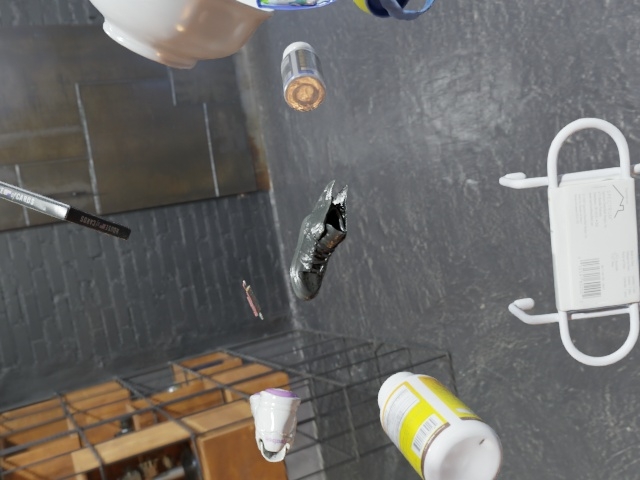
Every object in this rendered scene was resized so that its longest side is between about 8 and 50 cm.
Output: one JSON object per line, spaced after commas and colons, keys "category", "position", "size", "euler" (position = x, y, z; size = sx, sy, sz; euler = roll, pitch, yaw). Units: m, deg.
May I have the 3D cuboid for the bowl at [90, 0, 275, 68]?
{"category": "bowl", "position": [-0.227, -0.344, 0.951], "size": [0.298, 0.297, 0.134], "euler": [50, 120, 43]}

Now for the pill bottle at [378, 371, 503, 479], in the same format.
{"category": "pill bottle", "position": [0.163, 0.275, 0.957], "size": [0.215, 0.117, 0.117], "euler": [-143, 47, -68]}

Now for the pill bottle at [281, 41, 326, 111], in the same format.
{"category": "pill bottle", "position": [-0.034, -0.310, 1.218], "size": [0.137, 0.078, 0.078], "euler": [-98, 17, -45]}

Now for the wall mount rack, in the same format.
{"category": "wall mount rack", "position": [0.427, -0.007, 0.952], "size": [0.130, 0.304, 0.350], "euler": [-102, 5, -81]}

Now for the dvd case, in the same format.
{"category": "dvd case", "position": [-0.484, -0.062, 1.158], "size": [0.238, 0.179, 0.030], "euler": [17, 85, 20]}

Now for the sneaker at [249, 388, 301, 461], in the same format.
{"category": "sneaker", "position": [-0.115, 0.423, 1.486], "size": [0.305, 0.114, 0.152], "euler": [108, 171, -71]}

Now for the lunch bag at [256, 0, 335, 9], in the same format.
{"category": "lunch bag", "position": [-0.010, -0.395, 0.925], "size": [0.096, 0.151, 0.129], "euler": [84, -162, -49]}

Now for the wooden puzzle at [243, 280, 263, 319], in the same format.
{"category": "wooden puzzle", "position": [-0.126, 0.112, 1.212], "size": [0.049, 0.006, 0.083], "euler": [-93, -20, -81]}

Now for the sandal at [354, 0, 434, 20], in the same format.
{"category": "sandal", "position": [0.146, -0.446, 0.923], "size": [0.317, 0.126, 0.138], "euler": [107, 153, -43]}

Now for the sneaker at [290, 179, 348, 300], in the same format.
{"category": "sneaker", "position": [0.002, 0.001, 0.974], "size": [0.089, 0.051, 0.170], "euler": [-27, 50, 55]}
